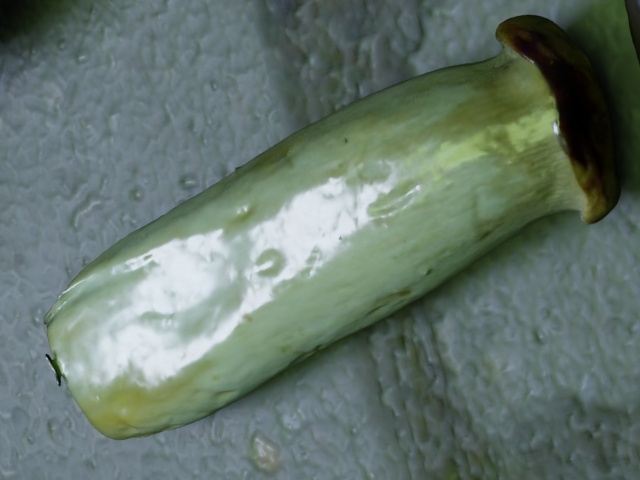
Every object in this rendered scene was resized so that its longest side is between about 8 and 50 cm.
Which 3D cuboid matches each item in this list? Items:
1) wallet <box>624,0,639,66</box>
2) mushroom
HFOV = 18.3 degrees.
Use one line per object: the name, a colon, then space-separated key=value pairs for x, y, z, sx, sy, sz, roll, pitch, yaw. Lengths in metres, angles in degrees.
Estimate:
wallet: x=0.229 y=0.013 z=0.846 sx=0.165 sy=0.042 sz=0.310 roll=-9 pitch=92 yaw=27
mushroom: x=0.000 y=0.000 z=0.928 sx=0.312 sy=0.081 sz=0.100 roll=-28 pitch=79 yaw=27
